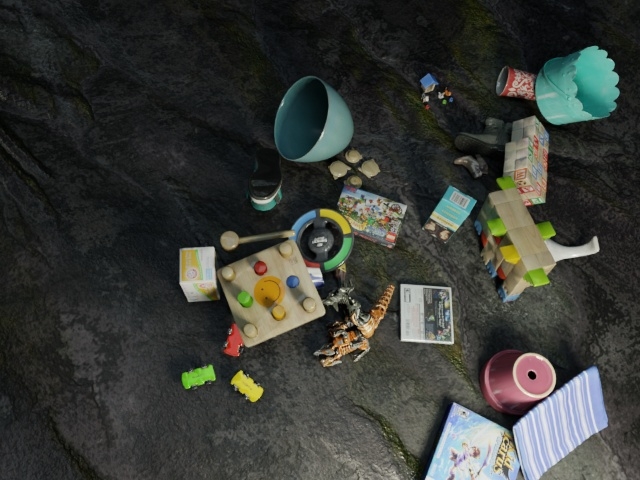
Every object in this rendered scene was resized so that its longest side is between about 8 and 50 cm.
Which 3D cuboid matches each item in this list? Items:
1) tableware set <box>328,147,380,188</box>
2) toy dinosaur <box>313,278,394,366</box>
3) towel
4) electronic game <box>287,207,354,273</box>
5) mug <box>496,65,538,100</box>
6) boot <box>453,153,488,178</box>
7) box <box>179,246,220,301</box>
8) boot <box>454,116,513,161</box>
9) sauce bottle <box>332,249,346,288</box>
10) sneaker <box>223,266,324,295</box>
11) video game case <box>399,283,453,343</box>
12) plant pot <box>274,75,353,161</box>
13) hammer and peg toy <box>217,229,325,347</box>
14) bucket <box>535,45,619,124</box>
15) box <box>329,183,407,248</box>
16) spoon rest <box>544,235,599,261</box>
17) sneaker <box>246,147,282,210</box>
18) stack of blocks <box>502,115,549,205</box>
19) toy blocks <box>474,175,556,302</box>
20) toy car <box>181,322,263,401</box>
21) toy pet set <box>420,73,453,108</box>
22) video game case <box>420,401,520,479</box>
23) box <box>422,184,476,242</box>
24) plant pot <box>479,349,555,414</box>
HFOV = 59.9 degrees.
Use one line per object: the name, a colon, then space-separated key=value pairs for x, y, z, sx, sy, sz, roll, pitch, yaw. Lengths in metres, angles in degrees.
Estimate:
tableware set: x=0.121 y=-0.258 z=2.005 sx=0.168 sy=0.020 sz=0.141 roll=-41 pitch=79 yaw=-20
toy dinosaur: x=0.099 y=0.249 z=1.748 sx=0.218 sy=0.164 sz=0.322 roll=52 pitch=53 yaw=-1
towel: x=0.713 y=0.542 z=1.634 sx=0.335 sy=0.040 sz=0.243 roll=-28 pitch=115 yaw=-18
electronic game: x=0.000 y=0.000 z=1.840 sx=0.229 sy=0.048 sz=0.230 roll=-4 pitch=71 yaw=12
mug: x=0.793 y=-0.625 z=2.176 sx=0.169 sy=0.113 sz=0.150 roll=10 pitch=68 yaw=-5
boot: x=0.558 y=-0.268 z=2.042 sx=0.118 sy=0.042 sz=0.087 roll=-13 pitch=77 yaw=-3
box: x=-0.368 y=0.107 z=1.705 sx=0.103 sy=0.203 sz=0.114 roll=-3 pitch=68 yaw=-7
boot: x=0.621 y=-0.396 z=2.087 sx=0.246 sy=0.083 sz=0.161 roll=14 pitch=62 yaw=-8
sauce bottle: x=0.064 y=0.097 z=1.840 sx=0.042 sy=0.042 sz=0.128 roll=-4 pitch=70 yaw=-7
sneaker: x=-0.135 y=0.203 z=1.742 sx=0.315 sy=0.127 sz=0.182 roll=-13 pitch=73 yaw=-3
video game case: x=0.346 y=0.240 z=1.818 sx=0.173 sy=0.022 sz=0.191 roll=4 pitch=66 yaw=-3
plant pot: x=0.002 y=-0.400 z=1.941 sx=0.195 sy=0.290 sz=0.290 roll=11 pitch=61 yaw=-40
hammer and peg toy: x=-0.162 y=0.101 z=1.643 sx=0.265 sy=0.127 sz=0.362 roll=-22 pitch=71 yaw=-5
bucket: x=0.953 y=-0.570 z=2.073 sx=0.281 sy=0.183 sz=0.281 roll=1 pitch=89 yaw=-33
box: x=0.166 y=-0.084 z=1.923 sx=0.233 sy=0.044 sz=0.159 roll=19 pitch=67 yaw=3
spoon rest: x=0.810 y=0.030 z=1.930 sx=0.276 sy=0.084 sz=0.137 roll=-1 pitch=66 yaw=8
sneaker: x=-0.191 y=-0.163 z=1.848 sx=0.123 sy=0.179 sz=0.296 roll=6 pitch=38 yaw=-3
stack of blocks: x=0.740 y=-0.296 z=1.994 sx=0.171 sy=0.087 sz=0.297 roll=34 pitch=59 yaw=-39
toy blocks: x=0.615 y=0.023 z=1.820 sx=0.190 sy=0.261 sz=0.382 roll=-12 pitch=62 yaw=-8
toy car: x=-0.304 y=0.389 z=1.671 sx=0.224 sy=0.053 sz=0.239 roll=-16 pitch=77 yaw=-7
toy pet set: x=0.445 y=-0.586 z=2.148 sx=0.122 sy=0.065 sz=0.114 roll=-21 pitch=71 yaw=-14
video game case: x=0.450 y=0.656 z=1.632 sx=0.244 sy=0.061 sz=0.270 roll=26 pitch=67 yaw=4
box: x=0.421 y=-0.083 z=1.838 sx=0.100 sy=0.244 sz=0.060 roll=31 pitch=68 yaw=8
plant pot: x=0.610 y=0.422 z=1.681 sx=0.201 sy=0.180 sz=0.202 roll=2 pitch=68 yaw=-5
